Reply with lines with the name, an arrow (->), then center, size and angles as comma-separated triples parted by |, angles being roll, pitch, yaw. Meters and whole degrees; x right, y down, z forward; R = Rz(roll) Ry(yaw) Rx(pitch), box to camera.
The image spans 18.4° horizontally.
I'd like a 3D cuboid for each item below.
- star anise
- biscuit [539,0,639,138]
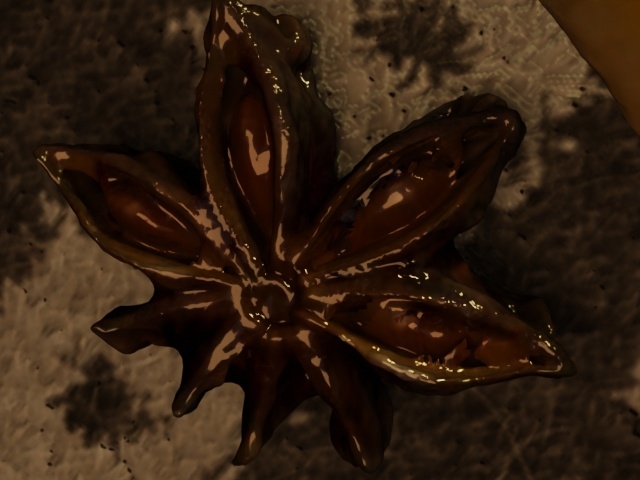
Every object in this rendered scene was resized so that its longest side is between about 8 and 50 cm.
star anise -> -0.005, -0.006, 0.893 | 0.214, 0.099, 0.220 | -27, 89, 5
biscuit -> 0.179, -0.162, 0.774 | 0.237, 0.062, 0.290 | -34, 118, 19
